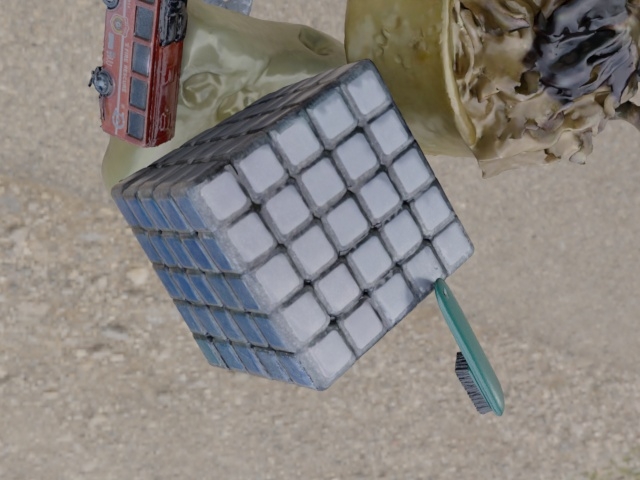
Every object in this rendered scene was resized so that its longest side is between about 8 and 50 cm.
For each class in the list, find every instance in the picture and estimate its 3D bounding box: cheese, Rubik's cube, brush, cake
[{"bbox_3d":[-0.131,-0.161,1.270,0.351,0.130,0.328,-3,140,-51],"label":"cheese"},{"bbox_3d":[-0.032,-0.015,0.942,0.238,0.237,0.237,-38,-161,-25],"label":"Rubik's cube"},{"bbox_3d":[0.142,0.111,0.928,0.032,0.043,0.193,-15,127,25],"label":"brush"},{"bbox_3d":[0.235,-0.233,1.019,0.321,0.332,0.332,10,161,37],"label":"cake"}]

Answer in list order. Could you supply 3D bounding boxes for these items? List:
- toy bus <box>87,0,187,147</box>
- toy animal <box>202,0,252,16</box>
[{"bbox_3d":[-0.200,-0.224,1.050,0.096,0.073,0.235,26,123,19],"label":"toy bus"},{"bbox_3d":[-0.158,-0.346,1.509,0.239,0.176,0.255,35,94,-9],"label":"toy animal"}]
